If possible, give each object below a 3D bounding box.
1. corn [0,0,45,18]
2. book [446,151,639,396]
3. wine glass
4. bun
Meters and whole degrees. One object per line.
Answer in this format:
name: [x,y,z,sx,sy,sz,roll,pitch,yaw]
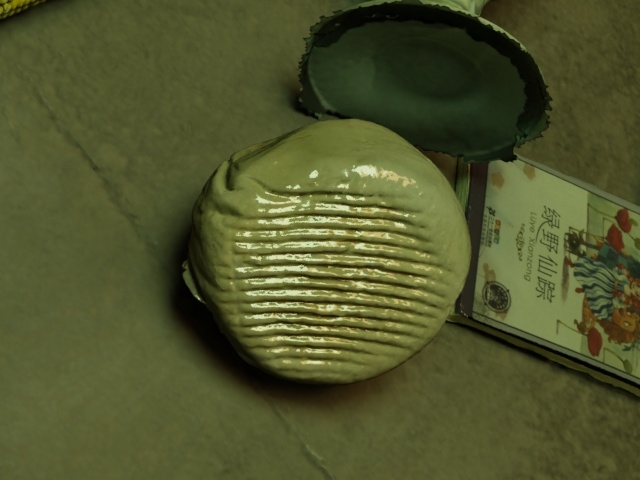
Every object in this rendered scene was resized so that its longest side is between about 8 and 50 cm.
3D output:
corn: [-0.167,-0.194,1.096,0.203,0.072,0.072,-30,85,-40]
book: [0.196,0.025,1.250,0.231,0.026,0.157,23,57,-22]
wine glass: [0.106,-0.238,1.226,0.190,0.190,0.357,29,59,-19]
bun: [0.000,0.000,1.076,0.173,0.166,0.113,34,10,-23]
